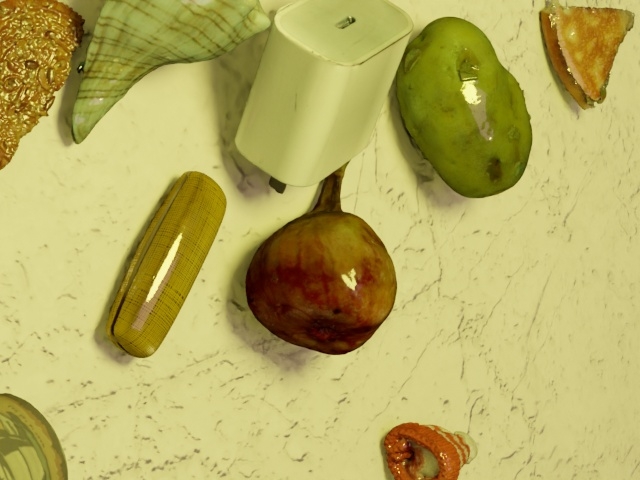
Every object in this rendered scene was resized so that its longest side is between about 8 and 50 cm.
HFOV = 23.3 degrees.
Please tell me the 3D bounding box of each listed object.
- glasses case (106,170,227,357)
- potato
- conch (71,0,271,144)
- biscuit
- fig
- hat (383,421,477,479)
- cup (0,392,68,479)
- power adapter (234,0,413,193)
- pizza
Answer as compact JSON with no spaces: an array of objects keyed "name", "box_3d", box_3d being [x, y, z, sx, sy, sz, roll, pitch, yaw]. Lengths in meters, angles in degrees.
[{"name":"glasses case","box_3d":[-0.178,0.026,1.810,0.079,0.064,0.234,47,59,-44]},{"name":"potato","box_3d":[0.197,-0.182,2.124,0.186,0.148,0.253,-22,99,-59]},{"name":"conch","box_3d":[-0.146,-0.270,1.746,0.386,0.169,0.203,-66,157,-20]},{"name":"biscuit","box_3d":[-0.333,-0.186,1.674,0.126,0.025,0.206,41,63,-38]},{"name":"fig","box_3d":[0.027,0.020,1.952,0.290,0.190,0.190,-55,128,-50]},{"name":"hat","box_3d":[0.168,0.293,2.156,0.162,0.112,0.093,-14,129,-54]},{"name":"cup","box_3d":[-0.386,0.293,1.530,0.257,0.227,0.301,-22,136,-47]},{"name":"power adapter","box_3d":[-0.004,-0.167,1.891,0.187,0.124,0.255,-36,154,-47]},{"name":"pizza","box_3d":[0.420,-0.310,2.405,0.195,0.052,0.185,-34,107,-34]}]
